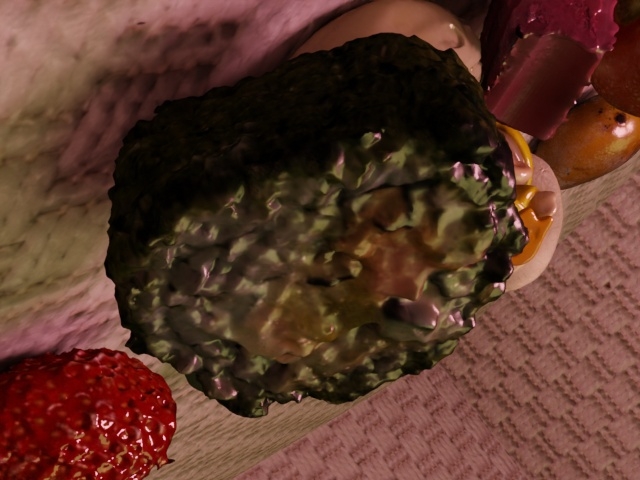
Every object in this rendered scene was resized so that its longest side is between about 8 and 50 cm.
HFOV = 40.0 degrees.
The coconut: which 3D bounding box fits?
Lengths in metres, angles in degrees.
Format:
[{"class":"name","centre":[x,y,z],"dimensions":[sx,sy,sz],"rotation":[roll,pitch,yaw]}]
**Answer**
[{"class":"coconut","centre":[0.270,-0.046,1.432],"dimensions":[0.245,0.245,0.247],"rotation":[-41,-178,12]}]

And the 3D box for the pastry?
[{"class":"pastry","centre":[0.054,-0.134,0.924],"dimensions":[0.264,0.133,0.265],"rotation":[-39,166,-12]}]

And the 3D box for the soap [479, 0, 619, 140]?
[{"class":"soap","centre":[0.233,-0.211,0.980],"dimensions":[0.289,0.112,0.182],"rotation":[106,2,-68]}]

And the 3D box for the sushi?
[{"class":"sushi","centre":[0.000,0.000,0.771],"dimensions":[0.351,0.178,0.294],"rotation":[-19,128,10]}]

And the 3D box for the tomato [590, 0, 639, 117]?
[{"class":"tomato","centre":[0.454,-0.284,1.090],"dimensions":[0.222,0.270,0.270],"rotation":[0,146,-28]}]

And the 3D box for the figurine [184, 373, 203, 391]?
[{"class":"figurine","centre":[-0.094,0.184,1.456],"dimensions":[0.234,0.127,0.185],"rotation":[2,156,-45]}]

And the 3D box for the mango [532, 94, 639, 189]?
[{"class":"mango","centre":[0.516,-0.185,1.754],"dimensions":[0.192,0.146,0.316],"rotation":[-26,174,-32]}]

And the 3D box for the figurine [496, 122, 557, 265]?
[{"class":"figurine","centre":[0.168,-0.061,1.092],"dimensions":[0.344,0.214,0.187],"rotation":[-82,179,-66]}]

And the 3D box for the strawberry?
[{"class":"strawberry","centre":[-0.315,0.226,1.018],"dimensions":[0.261,0.257,0.261],"rotation":[-44,-168,12]}]
